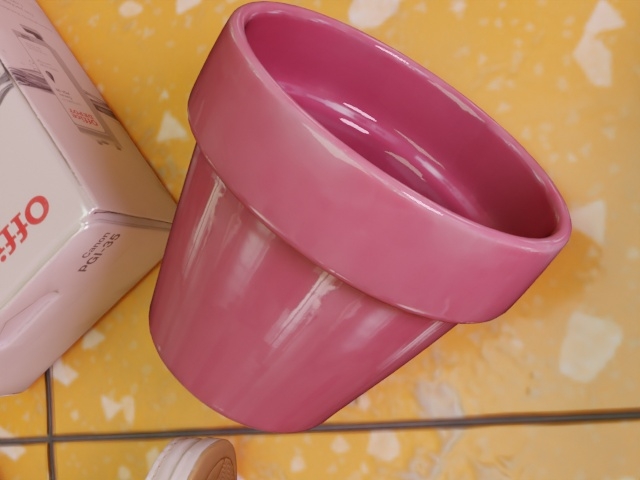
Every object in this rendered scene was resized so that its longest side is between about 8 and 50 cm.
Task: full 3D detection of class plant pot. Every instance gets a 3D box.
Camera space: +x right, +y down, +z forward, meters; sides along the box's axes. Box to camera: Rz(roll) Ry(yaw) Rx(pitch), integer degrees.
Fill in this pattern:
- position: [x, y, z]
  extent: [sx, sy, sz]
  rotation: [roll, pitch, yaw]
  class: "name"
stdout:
- position: [0.000, 0.000, 0.449]
  extent: [0.201, 0.201, 0.180]
  rotation: [46, 118, 20]
  class: "plant pot"

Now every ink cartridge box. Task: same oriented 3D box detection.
- position: [-0.260, -0.050, 0.597]
  extent: [0.207, 0.117, 0.283]
  rotation: [-42, 70, 15]
  class: "ink cartridge box"

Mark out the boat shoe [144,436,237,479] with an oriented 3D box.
- position: [-0.138, 0.243, 0.530]
  extent: [0.096, 0.098, 0.277]
  rotation: [23, 96, 23]
  class: "boat shoe"
